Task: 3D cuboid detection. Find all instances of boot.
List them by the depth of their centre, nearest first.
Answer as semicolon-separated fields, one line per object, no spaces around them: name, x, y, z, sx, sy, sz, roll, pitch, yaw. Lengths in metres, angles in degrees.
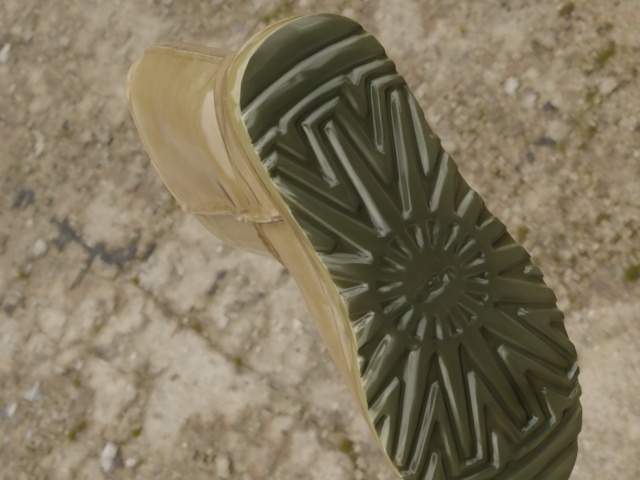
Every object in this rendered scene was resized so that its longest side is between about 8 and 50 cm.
boot;0.000;0.000;0.552;0.089;0.236;0.269;-27;12;-14
